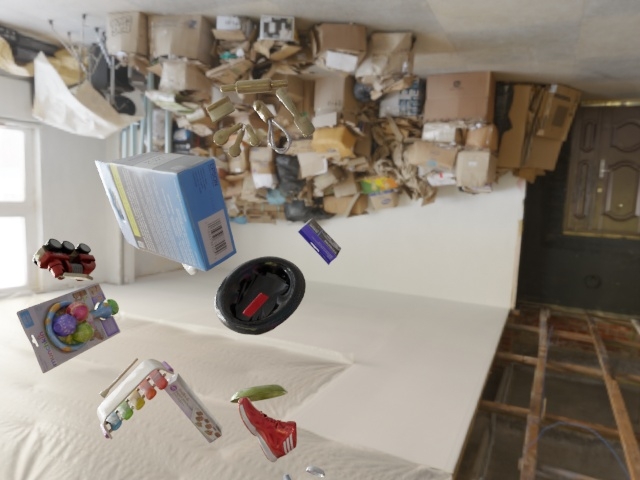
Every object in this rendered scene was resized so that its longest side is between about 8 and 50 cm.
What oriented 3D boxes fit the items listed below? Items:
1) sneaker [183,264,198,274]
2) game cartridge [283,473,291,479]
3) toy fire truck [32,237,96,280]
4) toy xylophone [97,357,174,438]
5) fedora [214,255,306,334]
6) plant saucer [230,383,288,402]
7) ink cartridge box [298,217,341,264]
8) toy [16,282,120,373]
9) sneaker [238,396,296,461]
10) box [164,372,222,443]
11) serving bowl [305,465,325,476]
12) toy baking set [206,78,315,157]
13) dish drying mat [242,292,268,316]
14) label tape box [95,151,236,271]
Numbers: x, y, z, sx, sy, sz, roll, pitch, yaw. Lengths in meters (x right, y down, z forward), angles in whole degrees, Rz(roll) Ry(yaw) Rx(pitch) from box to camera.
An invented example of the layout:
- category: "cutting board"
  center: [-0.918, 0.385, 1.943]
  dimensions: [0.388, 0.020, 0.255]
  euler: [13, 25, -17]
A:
- category: "sneaker"
  center: [-0.507, 0.054, 1.746]
  dimensions: [0.115, 0.090, 0.232]
  euler: [44, 164, -33]
- category: "game cartridge"
  center: [-0.099, 0.760, 1.465]
  dimensions: [0.017, 0.055, 0.083]
  euler: [-18, 148, -19]
- category: "toy fire truck"
  center: [-1.012, 0.113, 1.928]
  dimensions: [0.246, 0.158, 0.217]
  euler: [50, -168, 22]
- category: "toy xylophone"
  center: [-0.704, 0.561, 1.748]
  dimensions: [0.323, 0.081, 0.236]
  euler: [-43, -153, -15]
- category: "fedora"
  center: [-0.205, 0.217, 1.671]
  dimensions: [0.335, 0.152, 0.333]
  euler: [-2, -132, 3]
- category: "plant saucer"
  center: [-0.257, 0.637, 1.953]
  dimensions: [0.241, 0.037, 0.241]
  euler: [-8, 156, -4]
- category: "ink cartridge box"
  center: [0.000, 0.000, 2.128]
  dimensions: [0.045, 0.206, 0.208]
  euler: [-42, -176, 18]
- category: "toy"
  center: [-0.532, 0.178, 1.039]
  dimensions: [0.056, 0.136, 0.237]
  euler: [-21, -176, 14]
- category: "sneaker"
  center: [-0.149, 0.553, 1.434]
  dimensions: [0.128, 0.221, 0.087]
  euler: [-31, -174, 5]
- category: "box"
  center: [-0.522, 0.694, 1.934]
  dimensions: [0.063, 0.323, 0.067]
  euler: [-33, -163, -1]
- category: "serving bowl"
  center: [-0.018, 0.974, 1.982]
  dimensions: [0.084, 0.027, 0.083]
  euler: [14, 145, 10]
- category: "toy baking set"
  center: [-0.138, -0.284, 1.074]
  dimensions: [0.257, 0.196, 0.030]
  euler: [-5, 166, 10]
- category: "dish drying mat"
  center: [-0.185, 0.183, 1.334]
  dimensions: [0.032, 0.083, 0.008]
  euler: [34, -166, -35]
- category: "label tape box"
  center: [-0.385, -0.086, 1.160]
  dimensions: [0.348, 0.248, 0.115]
  euler: [14, -145, 37]
